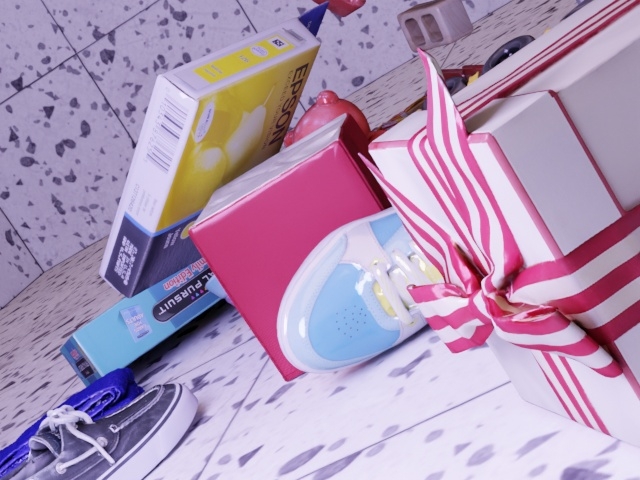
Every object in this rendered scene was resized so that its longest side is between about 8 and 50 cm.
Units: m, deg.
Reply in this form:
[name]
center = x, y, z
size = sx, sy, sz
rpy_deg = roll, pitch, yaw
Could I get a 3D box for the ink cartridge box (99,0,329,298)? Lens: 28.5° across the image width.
[ink cartridge box]
center = -0.104, -0.106, 1.476
size = 0.307, 0.072, 0.303
rpy_deg = -30, -28, -45

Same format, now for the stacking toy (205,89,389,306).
[stacking toy]
center = -0.023, -0.051, 1.577
size = 0.309, 0.130, 0.279
rpy_deg = -50, 2, 12

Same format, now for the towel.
[towel]
center = -0.346, 0.257, 1.487
size = 0.308, 0.076, 0.227
rpy_deg = -34, 11, -8

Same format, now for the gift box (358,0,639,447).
[gift box]
center = 0.179, -0.037, 0.808
size = 0.258, 0.276, 0.255
rpy_deg = -36, 6, -11

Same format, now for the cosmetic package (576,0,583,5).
[cosmetic package]
center = 0.448, -0.377, 1.698
size = 0.224, 0.224, 0.138
rpy_deg = -31, 10, 12

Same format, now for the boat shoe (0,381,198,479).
[boat shoe]
center = -0.255, 0.223, 1.295
size = 0.306, 0.105, 0.113
rpy_deg = -39, 12, -32

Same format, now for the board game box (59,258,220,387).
[board game box]
center = -0.201, 0.078, 1.787
size = 0.336, 0.079, 0.254
rpy_deg = -36, 1, -18

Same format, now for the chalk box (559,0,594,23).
[chalk box]
center = 0.429, -0.271, 1.532
size = 0.213, 0.132, 0.132
rpy_deg = -18, 16, 50

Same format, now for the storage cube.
[storage cube]
center = 0.000, 0.000, 1.349
size = 0.215, 0.193, 0.183
rpy_deg = -31, 10, 12

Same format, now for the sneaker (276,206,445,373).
[sneaker]
center = 0.113, 0.015, 1.143
size = 0.319, 0.127, 0.208
rpy_deg = -36, 10, -15

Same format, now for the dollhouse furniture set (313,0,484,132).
[dollhouse furniture set]
center = 0.102, -0.257, 1.753
size = 0.201, 0.374, 0.152
rpy_deg = -34, 15, -19

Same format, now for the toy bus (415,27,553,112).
[toy bus]
center = 0.207, -0.099, 1.415
size = 0.220, 0.149, 0.211
rpy_deg = -28, 27, 33
